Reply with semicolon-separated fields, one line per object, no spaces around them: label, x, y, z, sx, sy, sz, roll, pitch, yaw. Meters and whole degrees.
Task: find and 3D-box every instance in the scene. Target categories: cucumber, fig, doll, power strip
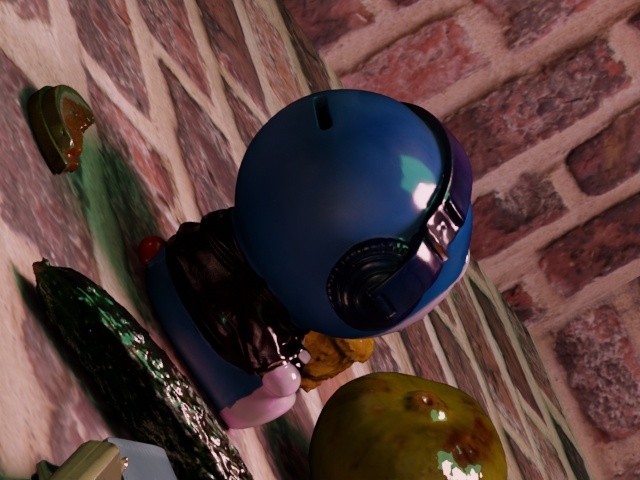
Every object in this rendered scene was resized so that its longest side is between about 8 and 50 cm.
cucumber;-0.128;0.128;1.546;0.293;0.067;0.067;57;11;-15
fig;0.080;0.246;1.939;0.203;0.203;0.225;-106;-156;-53
doll;0.000;0.000;1.811;0.240;0.310;0.284;51;14;-33
power strip;-0.147;0.170;1.107;0.169;0.028;0.076;-46;141;-67

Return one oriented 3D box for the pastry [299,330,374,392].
pastry;-0.023;0.061;2.091;0.189;0.103;0.189;57;10;-16

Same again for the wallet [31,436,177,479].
wallet;-0.100;0.256;1.321;0.250;0.075;0.176;64;5;15

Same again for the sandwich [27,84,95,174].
sandwich;-0.231;-0.105;1.773;0.067;0.029;0.135;54;13;-26
